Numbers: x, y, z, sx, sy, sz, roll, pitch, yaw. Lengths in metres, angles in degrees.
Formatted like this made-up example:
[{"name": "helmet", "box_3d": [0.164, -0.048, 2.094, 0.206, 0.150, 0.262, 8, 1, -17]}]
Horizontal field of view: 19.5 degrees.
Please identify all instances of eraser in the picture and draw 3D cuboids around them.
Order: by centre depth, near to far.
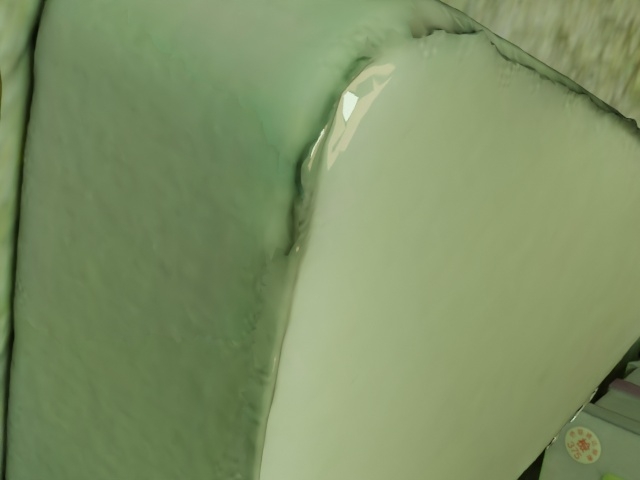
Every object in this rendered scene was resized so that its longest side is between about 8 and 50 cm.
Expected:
[{"name": "eraser", "box_3d": [0.000, 0.000, 0.740, 0.331, 0.150, 0.331, -34, 141, -33]}]

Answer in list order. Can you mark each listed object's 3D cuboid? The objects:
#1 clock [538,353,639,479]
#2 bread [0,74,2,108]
[{"name": "clock", "box_3d": [0.244, 0.169, 1.151, 0.309, 0.166, 0.235, -26, 133, -52]}, {"name": "bread", "box_3d": [-0.193, -0.027, 0.507, 0.217, 0.098, 0.147, 15, 104, -53]}]
